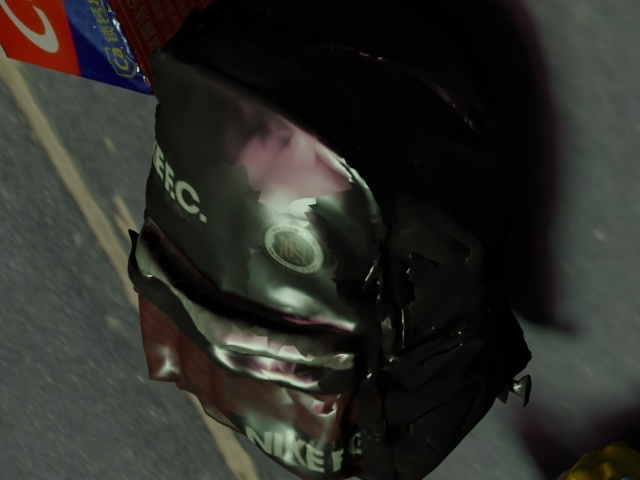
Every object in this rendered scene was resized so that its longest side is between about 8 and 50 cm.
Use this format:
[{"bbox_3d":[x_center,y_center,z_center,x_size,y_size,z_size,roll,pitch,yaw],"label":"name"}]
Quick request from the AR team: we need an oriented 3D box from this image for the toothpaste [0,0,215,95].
[{"bbox_3d":[-0.108,-0.187,0.501,0.076,0.066,0.320,17,141,42],"label":"toothpaste"}]

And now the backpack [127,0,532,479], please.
[{"bbox_3d":[-0.003,-0.003,0.566,0.120,0.106,0.165,27,148,30],"label":"backpack"}]

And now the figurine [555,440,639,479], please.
[{"bbox_3d":[0.110,0.114,0.621,0.156,0.115,0.095,-27,73,42],"label":"figurine"}]
